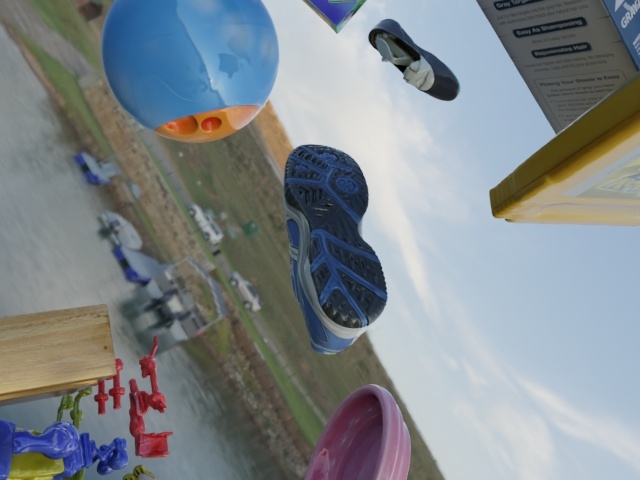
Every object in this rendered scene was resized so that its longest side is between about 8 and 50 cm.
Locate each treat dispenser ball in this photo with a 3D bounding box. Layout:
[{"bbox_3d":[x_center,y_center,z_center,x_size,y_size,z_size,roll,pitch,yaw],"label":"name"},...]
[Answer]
[{"bbox_3d":[-0.210,-0.305,1.124,0.288,0.288,0.288,58,-7,12],"label":"treat dispenser ball"}]

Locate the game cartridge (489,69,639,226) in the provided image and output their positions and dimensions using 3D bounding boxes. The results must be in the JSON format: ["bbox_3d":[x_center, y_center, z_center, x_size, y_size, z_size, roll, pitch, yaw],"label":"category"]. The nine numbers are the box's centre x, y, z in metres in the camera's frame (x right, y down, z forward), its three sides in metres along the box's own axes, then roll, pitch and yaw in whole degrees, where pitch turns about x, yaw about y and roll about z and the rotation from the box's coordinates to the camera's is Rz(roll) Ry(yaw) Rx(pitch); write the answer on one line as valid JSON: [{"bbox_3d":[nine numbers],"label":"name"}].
[{"bbox_3d":[0.372,-0.083,0.716,0.324,0.285,0.053,127,-39,-65],"label":"game cartridge"}]

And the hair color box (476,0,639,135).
[{"bbox_3d":[0.337,-0.256,0.863,0.347,0.105,0.173,47,-19,-28],"label":"hair color box"}]

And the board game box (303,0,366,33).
[{"bbox_3d":[-0.018,-0.488,0.984,0.317,0.213,0.046,43,5,1],"label":"board game box"}]

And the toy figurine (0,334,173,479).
[{"bbox_3d":[-0.369,0.248,0.859,0.362,0.217,0.192,-31,-122,42],"label":"toy figurine"}]

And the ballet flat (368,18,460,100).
[{"bbox_3d":[0.156,-0.312,1.205,0.203,0.074,0.074,50,-10,18],"label":"ballet flat"}]

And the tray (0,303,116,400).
[{"bbox_3d":[-0.412,0.133,0.611,0.202,0.410,0.076,-30,-112,60],"label":"tray"}]

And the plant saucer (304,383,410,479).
[{"bbox_3d":[0.071,0.447,1.321,0.084,0.332,0.332,28,0,-13],"label":"plant saucer"}]

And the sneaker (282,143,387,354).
[{"bbox_3d":[0.000,0.000,0.591,0.081,0.080,0.211,113,-21,-47],"label":"sneaker"}]
